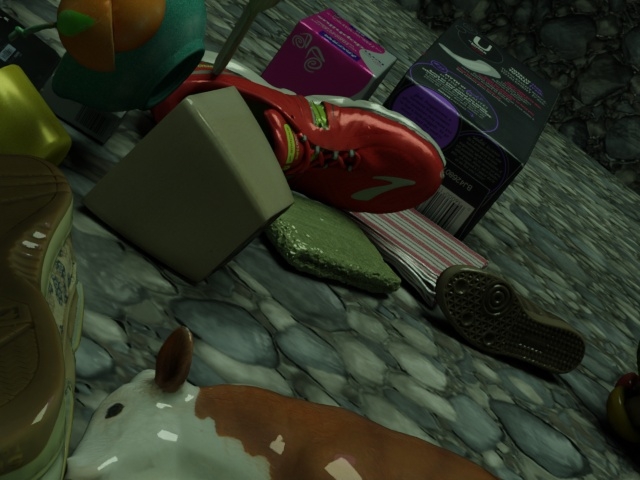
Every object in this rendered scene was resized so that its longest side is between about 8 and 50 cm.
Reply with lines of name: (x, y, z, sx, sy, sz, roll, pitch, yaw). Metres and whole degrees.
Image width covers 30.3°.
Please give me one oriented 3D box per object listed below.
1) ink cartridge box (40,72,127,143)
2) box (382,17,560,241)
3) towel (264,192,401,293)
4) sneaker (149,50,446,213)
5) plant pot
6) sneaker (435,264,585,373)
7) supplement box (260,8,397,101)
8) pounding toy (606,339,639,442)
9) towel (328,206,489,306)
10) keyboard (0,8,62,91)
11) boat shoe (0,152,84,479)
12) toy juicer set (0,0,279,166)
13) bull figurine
ink cartridge box: (-0.187, -0.120, 0.976, 0.062, 0.029, 0.115, 33, 16, -9)
box: (0.157, -0.130, 1.381, 0.165, 0.143, 0.270, 37, 31, 1)
towel: (0.000, 0.000, 1.021, 0.148, 0.027, 0.110, 18, 25, -47)
sneaker: (-0.023, -0.079, 1.039, 0.279, 0.107, 0.118, 16, 17, -8)
plant pot: (-0.082, -0.034, 0.836, 0.096, 0.109, 0.109, 49, 17, 0)
sneaker: (0.166, 0.073, 1.115, 0.188, 0.066, 0.071, 32, 0, -31)
supplement box: (0.007, -0.195, 1.415, 0.111, 0.114, 0.220, 36, 19, -1)
pounding toy: (0.327, 0.173, 1.113, 0.183, 0.110, 0.237, 34, 42, -45)
towel: (0.088, 0.003, 1.190, 0.144, 0.029, 0.197, 37, 16, 12)
keyboard: (-0.264, -0.150, 0.923, 0.108, 0.023, 0.180, 38, 15, -15)
boat shoe: (-0.158, 0.040, 0.526, 0.104, 0.089, 0.285, -4, 27, -9)
toy juicer set: (-0.113, -0.168, 0.826, 0.089, 0.209, 0.329, 45, 34, 2)
bull figurine: (0.031, 0.152, 0.552, 0.310, 0.101, 0.188, 21, 26, -34)
